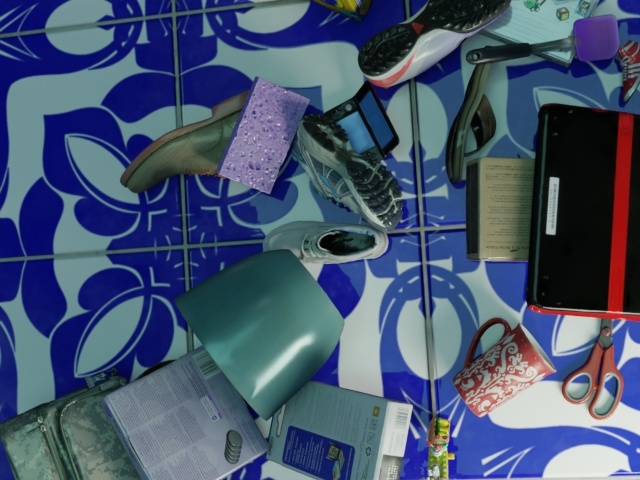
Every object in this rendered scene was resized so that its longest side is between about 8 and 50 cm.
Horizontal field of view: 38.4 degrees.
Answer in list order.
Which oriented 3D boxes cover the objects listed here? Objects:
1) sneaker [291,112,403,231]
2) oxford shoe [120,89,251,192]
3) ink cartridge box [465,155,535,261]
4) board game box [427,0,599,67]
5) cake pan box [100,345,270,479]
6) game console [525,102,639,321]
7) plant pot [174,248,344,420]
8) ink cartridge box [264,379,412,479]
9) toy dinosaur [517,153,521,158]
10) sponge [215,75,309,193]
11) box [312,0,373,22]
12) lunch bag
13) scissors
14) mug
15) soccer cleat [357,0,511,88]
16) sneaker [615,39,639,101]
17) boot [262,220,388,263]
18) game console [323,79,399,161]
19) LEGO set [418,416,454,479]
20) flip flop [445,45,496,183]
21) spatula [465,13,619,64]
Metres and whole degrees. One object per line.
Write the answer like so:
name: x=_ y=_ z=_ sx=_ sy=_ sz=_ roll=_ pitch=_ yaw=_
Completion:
sneaker: x=0.050 y=-0.120 z=1.828 sx=0.283 sy=0.110 sz=0.122 roll=51 pitch=139 yaw=14
oxford shoe: x=-0.248 y=-0.174 z=1.883 sx=0.348 sy=0.123 sz=0.130 roll=-30 pitch=87 yaw=9
ink cartridge box: x=0.395 y=-0.056 z=1.727 sx=0.234 sy=0.088 sz=0.193 roll=2 pitch=88 yaw=-10
board game box: x=0.386 y=-0.486 z=1.804 sx=0.305 sy=0.053 sz=0.193 roll=25 pitch=93 yaw=11
cake pan box: x=-0.269 y=0.363 z=1.816 sx=0.245 sy=0.070 sz=0.267 roll=-27 pitch=81 yaw=-33
game console: x=0.549 y=-0.048 z=1.690 sx=0.342 sy=0.060 sz=0.387 roll=5 pitch=86 yaw=-7
plant pot: x=-0.097 y=0.157 z=1.759 sx=0.235 sy=0.293 sz=0.293 roll=-37 pitch=81 yaw=-4
ink cartridge box: x=0.023 y=0.364 z=1.731 sx=0.371 sy=0.069 sz=0.176 roll=1 pitch=78 yaw=55
toy dinosaur: x=0.360 y=-0.116 z=1.808 sx=0.082 sy=0.047 sz=0.090 roll=-16 pitch=40 yaw=26
sponge: x=-0.115 y=-0.210 z=1.832 sx=0.117 sy=0.031 sz=0.210 roll=22 pitch=94 yaw=-24
box: x=-0.024 y=-0.590 z=1.772 sx=0.279 sy=0.290 sz=0.177 roll=28 pitch=93 yaw=12
lunch bag: x=-0.470 y=0.442 z=1.857 sx=0.256 sy=0.212 sz=0.305 roll=-21 pitch=84 yaw=-7
scissors: x=0.553 y=0.193 z=1.754 sx=0.109 sy=0.021 sz=0.297 roll=20 pitch=90 yaw=14
mug: x=0.343 y=0.244 z=1.764 sx=0.169 sy=0.150 sz=0.113 roll=-39 pitch=117 yaw=11
soccer cleat: x=0.226 y=-0.401 z=1.788 sx=0.318 sy=0.116 sz=0.109 roll=-29 pitch=70 yaw=13
sneaker: x=0.587 y=-0.327 z=1.761 sx=0.067 sy=0.042 sz=0.118 roll=26 pitch=85 yaw=8
boot: x=0.000 y=0.000 z=1.819 sx=0.258 sy=0.123 sz=0.095 roll=-5 pitch=86 yaw=11
game console: x=0.079 y=-0.224 z=1.836 sx=0.124 sy=0.085 sz=0.144 roll=-27 pitch=82 yaw=9
LEGO set: x=0.179 y=0.429 z=1.690 sx=0.132 sy=0.107 sz=0.287 roll=25 pitch=55 yaw=35
flip flop: x=0.308 y=-0.241 z=1.790 sx=0.080 sy=0.112 sz=0.277 roll=19 pitch=85 yaw=-1
spatula: x=0.421 y=-0.366 z=1.739 sx=0.296 sy=0.030 sz=0.084 roll=-9 pitch=94 yaw=2
